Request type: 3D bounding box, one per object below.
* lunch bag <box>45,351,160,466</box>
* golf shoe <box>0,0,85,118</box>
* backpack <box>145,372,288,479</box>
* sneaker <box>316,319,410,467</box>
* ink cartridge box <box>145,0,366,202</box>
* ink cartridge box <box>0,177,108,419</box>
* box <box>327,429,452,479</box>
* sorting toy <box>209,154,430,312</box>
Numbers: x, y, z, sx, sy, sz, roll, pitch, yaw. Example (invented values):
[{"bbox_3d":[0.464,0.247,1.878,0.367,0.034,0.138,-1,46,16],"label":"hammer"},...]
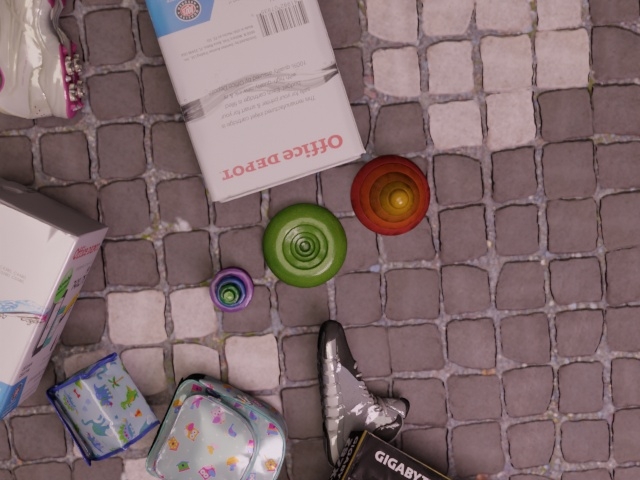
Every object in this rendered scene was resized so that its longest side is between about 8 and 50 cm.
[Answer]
[{"bbox_3d":[-0.330,0.251,1.372,0.151,0.096,0.129,-27,94,43],"label":"lunch bag"},{"bbox_3d":[-0.422,-0.319,1.323,0.140,0.115,0.307,-7,94,2],"label":"golf shoe"},{"bbox_3d":[-0.142,0.298,1.368,0.188,0.144,0.166,25,88,-6],"label":"backpack"},{"bbox_3d":[0.066,0.222,1.402,0.132,0.086,0.229,-5,105,-6],"label":"sneaker"},{"bbox_3d":[-0.090,-0.231,1.328,0.223,0.129,0.308,-18,95,0],"label":"ink cartridge box"},{"bbox_3d":[-0.443,0.067,1.265,0.197,0.198,0.270,25,94,-3],"label":"ink cartridge box"},{"bbox_3d":[0.131,0.456,1.320,0.322,0.079,0.257,32,71,-9],"label":"box"},{"bbox_3d":[0.000,0.000,1.353,0.365,0.126,0.127,-30,95,0],"label":"sorting toy"}]
